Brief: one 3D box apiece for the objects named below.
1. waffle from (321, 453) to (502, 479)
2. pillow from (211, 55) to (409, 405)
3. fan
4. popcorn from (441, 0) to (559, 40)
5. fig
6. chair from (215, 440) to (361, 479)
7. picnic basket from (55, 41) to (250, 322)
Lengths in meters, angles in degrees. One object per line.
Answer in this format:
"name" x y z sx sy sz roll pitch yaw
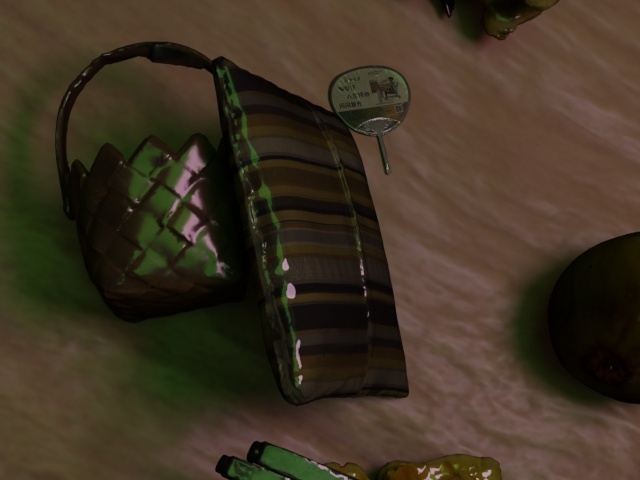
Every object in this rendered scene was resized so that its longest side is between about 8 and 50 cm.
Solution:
"waffle" 0.061 0.283 0.925 0.301 0.058 0.281 -2 79 -13
"pillow" 0.000 0.000 0.912 0.052 0.208 0.212 -18 79 20
"fan" 0.045 -0.095 1.034 0.060 0.003 0.080 -39 88 -17
"popcorn" 0.138 -0.259 1.009 0.168 0.173 0.195 48 59 -44
"fig" 0.244 0.015 1.018 0.124 0.124 0.236 34 49 -3
"chair" 0.049 0.233 0.831 0.270 0.136 0.147 24 74 -6
"picnic basket" -0.105 -0.044 0.916 0.128 0.138 0.178 -5 80 -5
